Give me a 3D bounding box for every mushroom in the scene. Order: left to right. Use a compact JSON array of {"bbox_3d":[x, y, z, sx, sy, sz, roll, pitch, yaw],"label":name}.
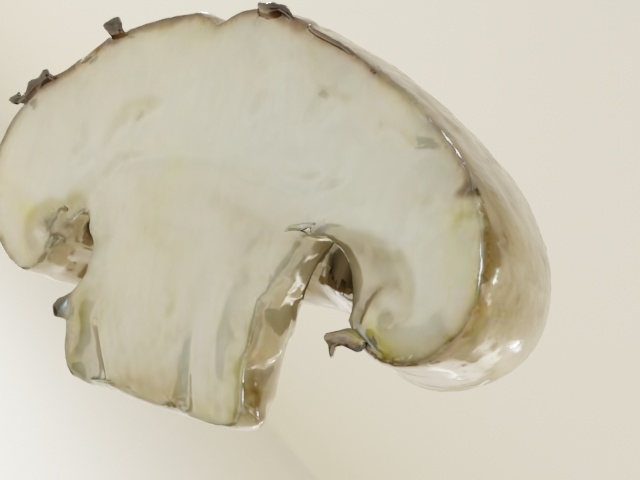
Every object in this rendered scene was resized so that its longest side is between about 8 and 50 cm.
[{"bbox_3d":[0.000,0.000,0.740,0.286,0.151,0.156,14,-91,47],"label":"mushroom"}]
